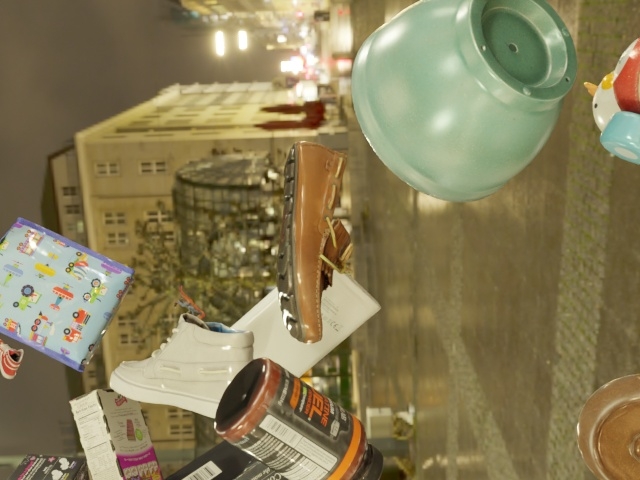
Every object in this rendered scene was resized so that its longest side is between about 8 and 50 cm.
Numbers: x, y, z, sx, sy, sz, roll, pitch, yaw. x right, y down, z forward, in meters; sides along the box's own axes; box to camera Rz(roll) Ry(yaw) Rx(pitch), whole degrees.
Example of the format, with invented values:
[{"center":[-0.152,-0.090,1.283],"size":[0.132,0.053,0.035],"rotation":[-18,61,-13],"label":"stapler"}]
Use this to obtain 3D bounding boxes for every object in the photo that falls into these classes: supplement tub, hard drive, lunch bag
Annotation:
[{"center":[-0.019,0.228,0.875],"size":[0.106,0.198,0.106],"rotation":[-44,22,22],"label":"supplement tub"},{"center":[-0.057,0.206,1.775],"size":[0.233,0.353,0.047],"rotation":[43,-171,-35],"label":"hard drive"},{"center":[-0.556,0.099,1.495],"size":[0.221,0.293,0.138],"rotation":[-64,8,-18],"label":"lunch bag"}]

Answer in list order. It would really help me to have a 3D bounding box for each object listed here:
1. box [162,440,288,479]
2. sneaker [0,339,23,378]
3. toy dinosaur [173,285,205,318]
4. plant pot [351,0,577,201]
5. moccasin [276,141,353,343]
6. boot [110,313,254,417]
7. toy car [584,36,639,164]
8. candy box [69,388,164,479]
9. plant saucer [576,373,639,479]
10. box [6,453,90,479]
[{"center":[-0.153,0.557,1.343],"size":[0.179,0.343,0.312],"rotation":[3,120,64],"label":"box"},{"center":[-0.748,0.264,1.779],"size":[0.118,0.042,0.067],"rotation":[51,119,25],"label":"sneaker"},{"center":[-0.328,0.167,1.881],"size":[0.047,0.082,0.090],"rotation":[-14,-68,-74],"label":"toy dinosaur"},{"center":[0.215,-0.221,1.008],"size":[0.196,0.293,0.293],"rotation":[145,127,-58],"label":"plant pot"},{"center":[-0.001,0.002,1.343],"size":[0.139,0.147,0.380],"rotation":[115,161,-56],"label":"moccasin"},{"center":[-0.188,0.160,1.025],"size":[0.095,0.258,0.123],"rotation":[-1,-87,-57],"label":"boot"},{"center":[0.430,-0.192,0.996],"size":[0.219,0.210,0.238],"rotation":[-61,26,-1],"label":"toy car"},{"center":[-0.412,0.423,1.529],"size":[0.159,0.071,0.233],"rotation":[33,-145,-72],"label":"candy box"},{"center":[0.394,0.243,0.891],"size":[0.029,0.168,0.168],"rotation":[-29,-61,-66],"label":"plant saucer"},{"center":[-0.560,0.589,1.534],"size":[0.163,0.142,0.247],"rotation":[-70,-20,-66],"label":"box"}]
